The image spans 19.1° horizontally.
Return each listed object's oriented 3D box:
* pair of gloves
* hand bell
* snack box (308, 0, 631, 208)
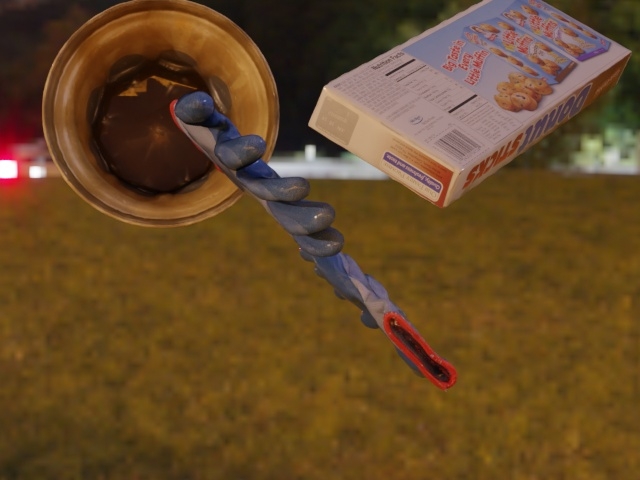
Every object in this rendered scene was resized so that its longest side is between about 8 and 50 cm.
[{"bbox_3d":[0.000,0.000,0.885,0.023,0.198,0.159,-44,17,-2],"label":"pair of gloves"},{"bbox_3d":[-0.096,-0.048,1.125,0.126,0.126,0.242,0,-10,-6],"label":"hand bell"},{"bbox_3d":[0.067,-0.064,0.781,0.064,0.022,0.178,32,33,17],"label":"snack box"}]
